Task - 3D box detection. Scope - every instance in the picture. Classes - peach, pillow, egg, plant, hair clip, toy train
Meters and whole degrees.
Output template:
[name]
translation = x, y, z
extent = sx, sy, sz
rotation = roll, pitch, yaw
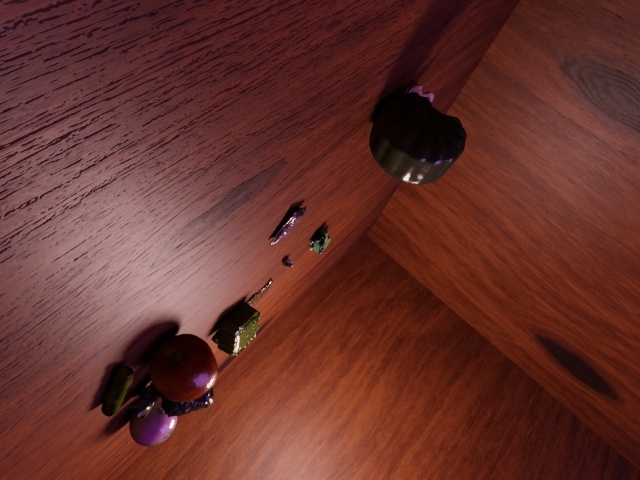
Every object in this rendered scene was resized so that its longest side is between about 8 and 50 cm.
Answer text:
[peach]
translation = -0.483, 0.429, 1.499
extent = 0.232, 0.232, 0.256
rotation = -41, 135, -38
[pillow]
translation = -0.121, -0.056, 1.669
extent = 0.185, 0.043, 0.118
rotation = -53, 171, 26
[egg]
translation = -0.728, 0.788, 1.866
extent = 0.196, 0.196, 0.271
rotation = -41, 179, -37
[plant]
translation = -0.588, 0.589, 1.696
extent = 0.312, 0.213, 0.215
rotation = -10, 161, -8
[hair clip]
translation = 0.388, -0.570, 1.739
extent = 0.123, 0.102, 0.138
rotation = -54, 169, 13
[toy train]
translation = 0.001, 0.000, 2.345
extent = 0.132, 0.083, 0.200
rotation = -57, 173, -18

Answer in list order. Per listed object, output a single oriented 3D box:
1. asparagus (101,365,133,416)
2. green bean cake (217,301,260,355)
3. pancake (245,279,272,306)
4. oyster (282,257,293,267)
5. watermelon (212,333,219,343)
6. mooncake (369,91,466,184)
[asparagus]
translation = -0.655, 0.481, 1.386
extent = 0.067, 0.060, 0.277
rotation = -7, 141, -46
[green bean cake]
translation = -0.385, 0.424, 2.039
extent = 0.214, 0.113, 0.200
rotation = -41, 150, -53
[pancake]
translation = -0.317, 0.277, 2.179
extent = 0.184, 0.020, 0.190
rotation = -53, 171, 26
[oyster]
translation = -0.161, 0.124, 2.132
extent = 0.038, 0.080, 0.083
rotation = -28, 138, 8
[watermelon]
translation = -0.477, 0.477, 2.120
extent = 0.105, 0.062, 0.105
rotation = -43, 173, -7
[mooncake]
translation = 0.355, -0.385, 1.598
extent = 0.351, 0.351, 0.187
rotation = -43, 170, -29
